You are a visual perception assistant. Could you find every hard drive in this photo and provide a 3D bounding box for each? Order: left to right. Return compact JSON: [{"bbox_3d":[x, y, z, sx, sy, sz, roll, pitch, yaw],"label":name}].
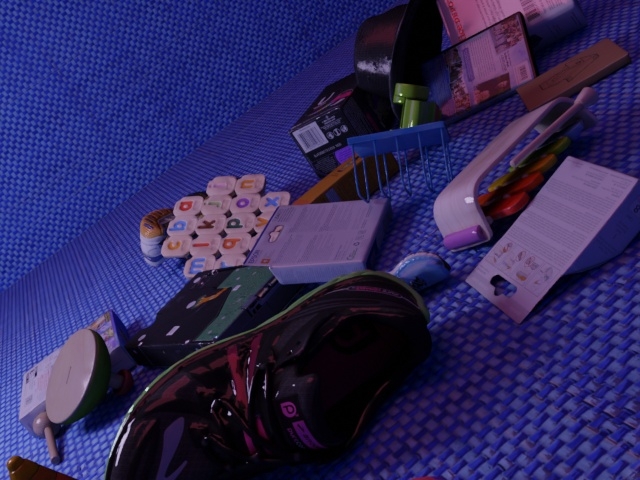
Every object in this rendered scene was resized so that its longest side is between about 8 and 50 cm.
[{"bbox_3d":[-0.200,0.139,1.647,0.338,0.064,0.237,-12,29,50],"label":"hard drive"}]

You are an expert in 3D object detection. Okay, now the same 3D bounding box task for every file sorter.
[{"bbox_3d":[0.148,-0.134,1.549,0.170,0.105,0.118,-9,-8,12],"label":"file sorter"}]

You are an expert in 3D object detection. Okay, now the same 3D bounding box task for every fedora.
[{"bbox_3d":[0.170,-0.441,2.024,0.152,0.334,0.334,11,39,20],"label":"fedora"}]

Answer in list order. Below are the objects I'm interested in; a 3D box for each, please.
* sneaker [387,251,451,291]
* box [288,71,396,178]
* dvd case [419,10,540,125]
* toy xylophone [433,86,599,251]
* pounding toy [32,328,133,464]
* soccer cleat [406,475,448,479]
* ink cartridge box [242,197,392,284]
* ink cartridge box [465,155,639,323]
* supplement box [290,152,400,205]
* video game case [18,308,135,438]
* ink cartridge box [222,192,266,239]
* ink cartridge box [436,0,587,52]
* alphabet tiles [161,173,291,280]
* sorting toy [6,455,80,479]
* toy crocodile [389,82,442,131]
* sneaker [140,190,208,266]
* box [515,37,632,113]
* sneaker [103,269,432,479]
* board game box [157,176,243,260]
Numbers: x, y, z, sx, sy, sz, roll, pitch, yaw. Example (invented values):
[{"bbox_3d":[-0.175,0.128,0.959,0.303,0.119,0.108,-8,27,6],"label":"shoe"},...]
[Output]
[{"bbox_3d":[0.124,0.076,1.293,0.162,0.063,0.073,-29,37,29],"label":"sneaker"},{"bbox_3d":[0.066,-0.296,2.131,0.165,0.143,0.270,-21,23,35],"label":"box"},{"bbox_3d":[0.334,-0.360,1.870,0.253,0.022,0.181,-23,58,30],"label":"dvd case"},{"bbox_3d":[0.307,-0.117,1.339,0.322,0.081,0.236,-42,7,-17],"label":"toy xylophone"},{"bbox_3d":[-0.437,0.293,1.657,0.183,0.110,0.237,22,87,55],"label":"pounding toy"},{"bbox_3d":[0.025,0.303,0.855,0.248,0.083,0.095,-38,14,-2],"label":"soccer cleat"},{"bbox_3d":[0.000,0.000,1.567,0.223,0.045,0.223,-2,31,19],"label":"ink cartridge box"},{"bbox_3d":[0.317,0.003,1.165,0.232,0.066,0.189,-55,18,5],"label":"ink cartridge box"},{"bbox_3d":[0.052,-0.109,1.805,0.233,0.080,0.078,-42,21,-15],"label":"supplement box"},{"bbox_3d":[-0.515,0.274,1.851,0.244,0.061,0.269,-38,19,-6],"label":"video game case"},{"bbox_3d":[-0.185,-0.063,2.109,0.104,0.062,0.181,-20,24,37],"label":"ink cartridge box"},{"bbox_3d":[0.421,-0.513,1.949,0.272,0.199,0.114,-25,-23,25],"label":"ink cartridge box"},{"bbox_3d":[-0.205,-0.032,1.922,0.277,0.021,0.284,-3,52,16],"label":"alphabet tiles"},{"bbox_3d":[-0.444,0.431,1.255,0.127,0.126,0.365,-31,18,11],"label":"sorting toy"},{"bbox_3d":[0.191,-0.241,1.721,0.105,0.115,0.340,7,5,4],"label":"toy crocodile"},{"bbox_3d":[-0.333,-0.031,2.209,0.296,0.131,0.112,-23,45,-39],"label":"sneaker"},{"bbox_3d":[0.478,-0.314,1.673,0.201,0.021,0.164,-30,19,15],"label":"box"},{"bbox_3d":[-0.068,0.203,1.089,0.482,0.185,0.202,-38,15,-5],"label":"sneaker"},{"bbox_3d":[-0.256,-0.054,2.048,0.243,0.042,0.165,-47,23,-20],"label":"board game box"}]
